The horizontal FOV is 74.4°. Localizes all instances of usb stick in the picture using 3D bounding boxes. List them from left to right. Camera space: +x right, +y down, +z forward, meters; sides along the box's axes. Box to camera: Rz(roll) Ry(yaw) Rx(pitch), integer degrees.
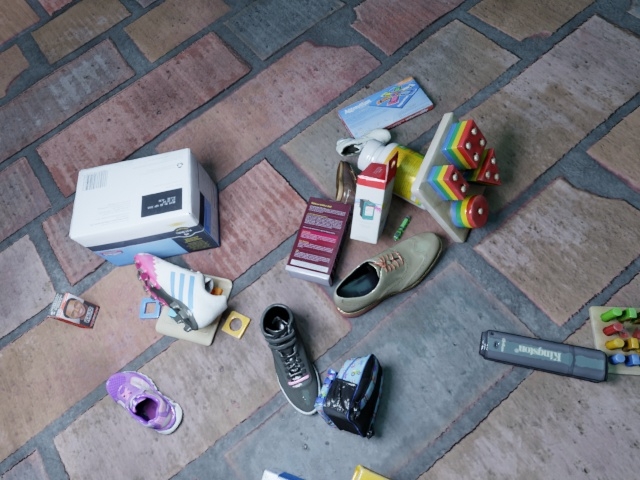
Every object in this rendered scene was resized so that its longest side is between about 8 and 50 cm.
[{"bbox_3d":[0.531,0.276,1.012,0.278,0.045,0.077,8,82,17],"label":"usb stick"}]

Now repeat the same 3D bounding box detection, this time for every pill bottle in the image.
[{"bbox_3d":[0.238,-0.202,1.232,0.246,0.136,0.136,32,75,21],"label":"pill bottle"}]

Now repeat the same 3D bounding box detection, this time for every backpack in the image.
[{"bbox_3d":[0.080,0.356,1.007,0.117,0.158,0.173,4,52,31],"label":"backpack"}]

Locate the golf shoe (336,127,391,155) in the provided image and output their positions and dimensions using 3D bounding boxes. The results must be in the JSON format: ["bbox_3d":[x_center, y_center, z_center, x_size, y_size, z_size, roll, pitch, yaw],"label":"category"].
[{"bbox_3d":[0.137,-0.296,1.315,0.176,0.069,0.086,-15,29,10],"label":"golf shoe"}]

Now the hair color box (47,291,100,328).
[{"bbox_3d":[-0.705,0.203,1.211,0.043,0.141,0.072,3,67,11],"label":"hair color box"}]

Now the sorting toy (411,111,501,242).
[{"bbox_3d":[0.386,-0.164,1.123,0.089,0.255,0.257,4,62,50],"label":"sorting toy"}]

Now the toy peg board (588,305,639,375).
[{"bbox_3d":[0.743,0.229,0.987,0.161,0.079,0.160,1,66,11],"label":"toy peg board"}]

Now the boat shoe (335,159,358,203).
[{"bbox_3d":[0.083,-0.172,1.259,0.073,0.073,0.207,8,39,-5],"label":"boat shoe"}]

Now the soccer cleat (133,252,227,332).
[{"bbox_3d":[-0.391,0.126,1.179,0.331,0.116,0.143,35,48,30],"label":"soccer cleat"}]

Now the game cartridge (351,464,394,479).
[{"bbox_3d":[0.171,0.668,0.856,0.324,0.052,0.285,26,70,-2],"label":"game cartridge"}]

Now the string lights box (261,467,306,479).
[{"bbox_3d":[-0.020,0.625,0.942,0.260,0.076,0.133,13,70,15],"label":"string lights box"}]

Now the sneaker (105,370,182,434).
[{"bbox_3d":[-0.475,0.414,1.100,0.236,0.104,0.095,25,74,20],"label":"sneaker"}]

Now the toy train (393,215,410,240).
[{"bbox_3d":[0.236,-0.037,1.222,0.017,0.023,0.083,27,74,20],"label":"toy train"}]

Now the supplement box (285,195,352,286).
[{"bbox_3d":[0.000,0.000,1.219,0.130,0.073,0.239,13,69,14],"label":"supplement box"}]

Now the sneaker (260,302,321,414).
[{"bbox_3d":[-0.083,0.291,1.064,0.105,0.147,0.295,-21,66,-2],"label":"sneaker"}]

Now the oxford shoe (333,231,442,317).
[{"bbox_3d":[0.186,0.081,1.119,0.348,0.130,0.123,-37,66,-7],"label":"oxford shoe"}]

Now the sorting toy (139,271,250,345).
[{"bbox_3d":[-0.367,0.187,1.213,0.348,0.047,0.196,10,68,14],"label":"sorting toy"}]

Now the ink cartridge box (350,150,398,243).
[{"bbox_3d":[0.148,-0.124,1.147,0.078,0.231,0.134,14,29,16],"label":"ink cartridge box"}]

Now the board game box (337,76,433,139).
[{"bbox_3d":[0.213,-0.433,1.401,0.281,0.027,0.145,-25,66,-2],"label":"board game box"}]

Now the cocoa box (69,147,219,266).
[{"bbox_3d":[-0.504,-0.089,1.259,0.347,0.228,0.231,-11,64,5],"label":"cocoa box"}]
